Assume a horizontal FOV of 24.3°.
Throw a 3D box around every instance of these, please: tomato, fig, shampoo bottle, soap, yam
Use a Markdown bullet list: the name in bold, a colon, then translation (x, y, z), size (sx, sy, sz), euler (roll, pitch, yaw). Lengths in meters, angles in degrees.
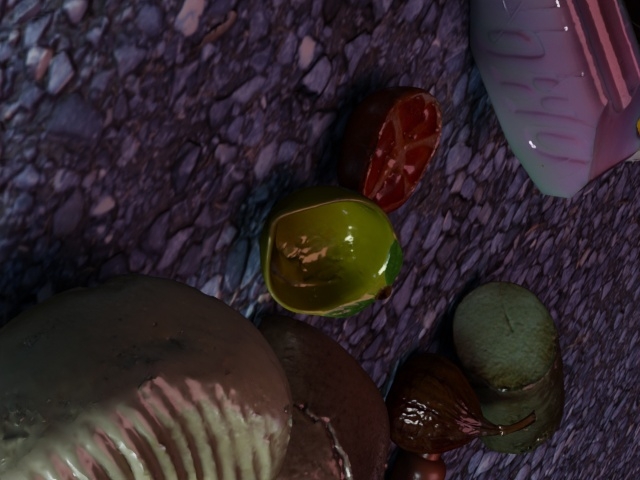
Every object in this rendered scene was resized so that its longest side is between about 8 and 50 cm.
- **tomato**: translation (0.068, -0.107, 1.646), size (0.155, 0.069, 0.155), euler (-38, 143, -37)
- **fig**: translation (0.193, 0.252, 2.088), size (0.134, 0.201, 0.146), euler (-56, 162, -34)
- **shampoo bottle**: translation (0.139, 0.369, 2.235), size (0.085, 0.085, 0.244), euler (-13, 125, -57)
- **soap**: translation (0.289, -0.205, 1.790), size (0.109, 0.193, 0.324), euler (-42, 123, -25)
- **yam**: translation (0.284, 0.197, 2.233), size (0.168, 0.168, 0.304), euler (-52, 154, -19)

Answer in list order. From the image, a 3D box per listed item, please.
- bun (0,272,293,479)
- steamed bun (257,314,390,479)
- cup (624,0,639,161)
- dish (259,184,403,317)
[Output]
- **bun**: translation (-0.205, 0.181, 1.267), size (0.362, 0.234, 0.326), euler (-45, 147, 1)
- **steamed bun**: translation (-0.020, 0.252, 1.681), size (0.251, 0.199, 0.301), euler (-50, 150, -28)
- **cup**: translation (0.462, -0.251, 2.106), size (0.196, 0.196, 0.279), euler (-44, 157, -33)
- **dish**: translation (0.000, 0.000, 1.587), size (0.149, 0.080, 0.208), euler (-44, 137, 8)
